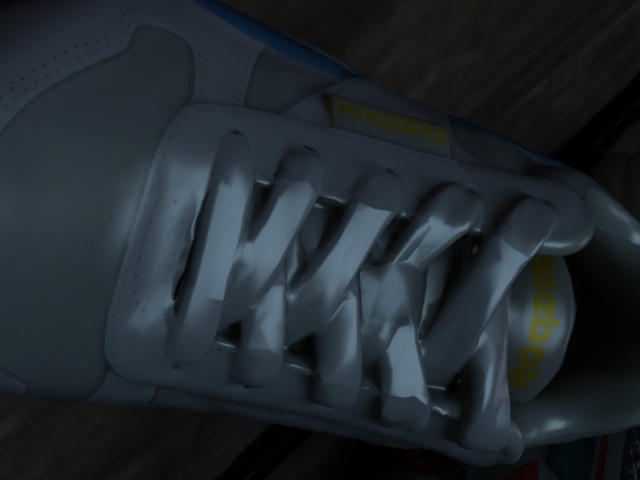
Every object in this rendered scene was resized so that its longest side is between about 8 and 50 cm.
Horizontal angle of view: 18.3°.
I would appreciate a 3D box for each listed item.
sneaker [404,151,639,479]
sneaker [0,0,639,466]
[{"bbox_3d":[0.059,0.033,0.542,0.161,0.075,0.057,-75,150,-47],"label":"sneaker"},{"bbox_3d":[0.000,0.000,0.409,0.229,0.092,0.087,6,102,-53],"label":"sneaker"}]
